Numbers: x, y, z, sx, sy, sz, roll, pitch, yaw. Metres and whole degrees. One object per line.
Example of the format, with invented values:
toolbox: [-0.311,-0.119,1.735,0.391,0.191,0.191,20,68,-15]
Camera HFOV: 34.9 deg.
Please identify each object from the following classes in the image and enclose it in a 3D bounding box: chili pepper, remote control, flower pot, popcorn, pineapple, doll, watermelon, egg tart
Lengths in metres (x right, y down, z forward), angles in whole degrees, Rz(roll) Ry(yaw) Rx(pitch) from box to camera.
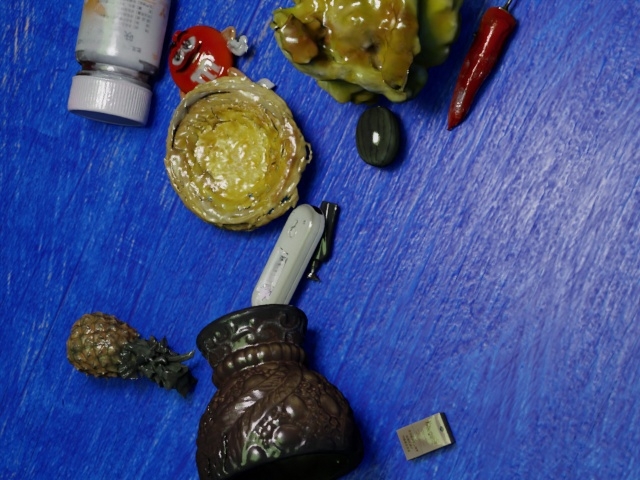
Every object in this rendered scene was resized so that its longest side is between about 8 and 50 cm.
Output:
chili pepper: [0.263,-0.304,1.661,0.059,0.050,0.267,27,97,11]
remote control: [-0.060,0.038,1.766,0.078,0.042,0.221,39,108,50]
flower pot: [-0.085,0.261,1.657,0.267,0.267,0.267,-27,60,21]
popcorn: [0.070,-0.383,1.645,0.326,0.290,0.321,27,86,23]
pineapple: [-0.341,0.215,1.865,0.248,0.128,0.128,15,90,22]
doll: [-0.203,-0.320,1.882,0.183,0.085,0.217,-39,77,18]
watermelon: [0.097,-0.177,1.713,0.078,0.078,0.110,-11,78,25]
egg tart: [-0.138,-0.153,1.811,0.291,0.107,0.290,1,93,20]

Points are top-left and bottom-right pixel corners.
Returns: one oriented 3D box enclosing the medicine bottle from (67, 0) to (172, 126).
medicine bottle: [-0.381,-0.363,1.930,0.165,0.165,0.273,8,86,28]

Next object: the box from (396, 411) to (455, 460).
box: [0.169,0.315,1.638,0.083,0.024,0.053,-25,73,20]

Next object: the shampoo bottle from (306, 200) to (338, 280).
shampoo bottle: [0.000,0.000,1.764,0.048,0.027,0.137,15,90,38]
